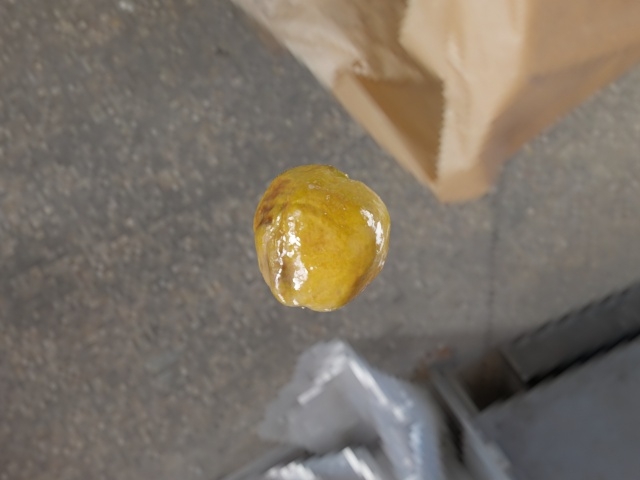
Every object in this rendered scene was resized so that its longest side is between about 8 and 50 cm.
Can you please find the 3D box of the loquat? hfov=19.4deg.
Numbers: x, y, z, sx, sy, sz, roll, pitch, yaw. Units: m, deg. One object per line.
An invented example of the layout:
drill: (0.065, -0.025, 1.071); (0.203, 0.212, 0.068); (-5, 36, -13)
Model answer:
loquat: (0.000, 0.000, 1.715); (0.137, 0.113, 0.137); (-1, 102, -4)
